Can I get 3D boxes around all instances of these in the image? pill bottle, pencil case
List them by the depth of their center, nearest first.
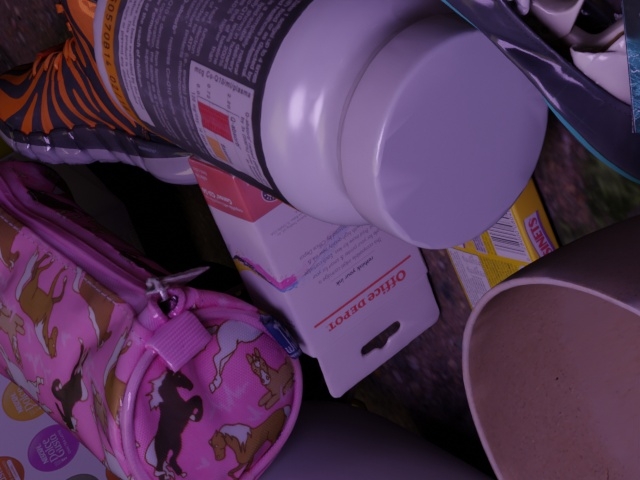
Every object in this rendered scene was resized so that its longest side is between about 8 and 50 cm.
[{"bbox_3d":[-0.004,-0.102,1.134,0.278,0.162,0.162,30,147,45],"label":"pill bottle"},{"bbox_3d":[-0.172,0.060,1.414,0.160,0.167,0.386,21,-175,-38],"label":"pencil case"}]

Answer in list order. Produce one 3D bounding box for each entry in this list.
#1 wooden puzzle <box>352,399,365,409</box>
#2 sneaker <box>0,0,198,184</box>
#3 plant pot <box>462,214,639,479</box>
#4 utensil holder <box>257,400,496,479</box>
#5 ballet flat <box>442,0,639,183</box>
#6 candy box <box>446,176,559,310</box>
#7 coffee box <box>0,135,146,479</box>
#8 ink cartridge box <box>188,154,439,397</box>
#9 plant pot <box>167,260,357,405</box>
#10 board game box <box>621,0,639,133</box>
[{"bbox_3d":[0.028,0.178,1.652,0.078,0.014,0.116,28,146,47],"label":"wooden puzzle"},{"bbox_3d":[-0.172,-0.157,1.469,0.321,0.124,0.180,9,127,46],"label":"sneaker"},{"bbox_3d":[0.234,0.087,0.893,0.284,0.191,0.284,43,154,27],"label":"plant pot"},{"bbox_3d":[0.053,0.310,1.350,0.328,0.327,0.385,63,165,-20],"label":"utensil holder"},{"bbox_3d":[0.130,-0.109,0.966,0.203,0.074,0.074,42,159,-8],"label":"ballet flat"},{"bbox_3d":[0.128,0.025,1.226,0.105,0.027,0.206,20,140,57],"label":"candy box"},{"bbox_3d":[-0.345,0.103,1.800,0.338,0.334,0.338,41,155,51],"label":"coffee box"},{"bbox_3d":[0.000,0.000,1.326,0.067,0.115,0.198,22,140,53],"label":"ink cartridge box"},{"bbox_3d":[-0.076,0.093,1.570,0.165,0.167,0.167,28,146,62],"label":"plant pot"},{"bbox_3d":[0.197,-0.114,0.857,0.126,0.026,0.186,18,140,31],"label":"board game box"}]
